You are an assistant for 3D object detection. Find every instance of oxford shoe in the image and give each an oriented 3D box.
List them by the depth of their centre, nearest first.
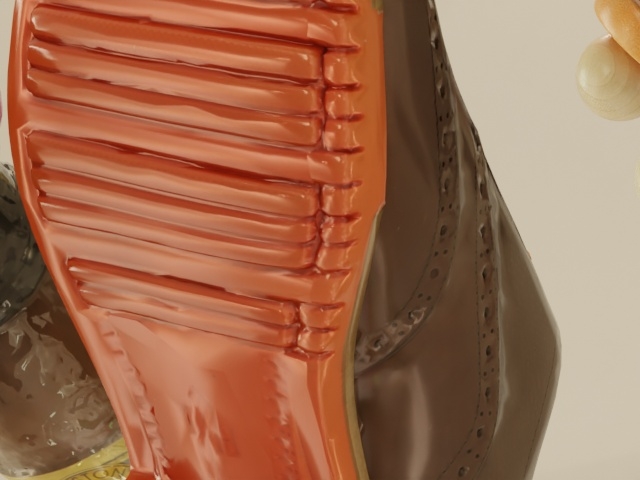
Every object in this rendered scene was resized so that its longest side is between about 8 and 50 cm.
[{"bbox_3d":[0.000,0.000,0.439,0.098,0.097,0.271,-26,-56,-43],"label":"oxford shoe"}]

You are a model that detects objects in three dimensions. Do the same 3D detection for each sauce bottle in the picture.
[{"bbox_3d":[-0.066,0.054,0.714,0.344,0.111,0.111,40,-149,-42],"label":"sauce bottle"}]

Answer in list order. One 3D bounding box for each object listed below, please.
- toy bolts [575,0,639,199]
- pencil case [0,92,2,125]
[{"bbox_3d":[0.270,-0.087,1.236,0.218,0.158,0.228,35,-159,-9],"label":"toy bolts"},{"bbox_3d":[-0.143,0.022,0.528,0.098,0.095,0.209,42,139,17],"label":"pencil case"}]
